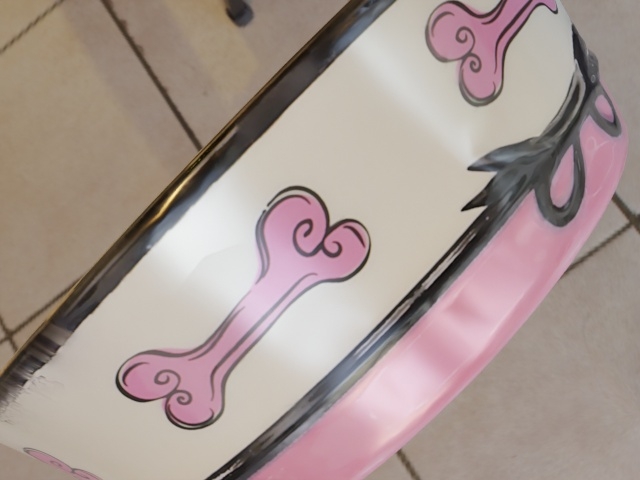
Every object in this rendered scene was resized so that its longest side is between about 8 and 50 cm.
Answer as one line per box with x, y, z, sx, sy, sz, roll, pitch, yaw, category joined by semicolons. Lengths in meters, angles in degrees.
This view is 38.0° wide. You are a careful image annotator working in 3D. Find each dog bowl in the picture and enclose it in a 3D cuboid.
0.000;0.000;0.545;0.150;0.408;0.408;44;96;-6;dog bowl
